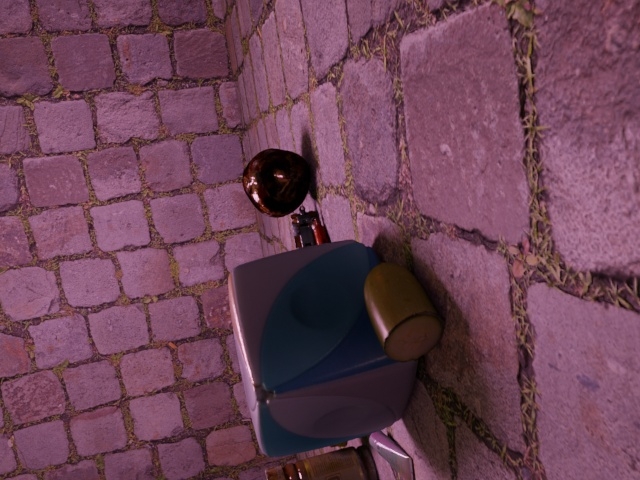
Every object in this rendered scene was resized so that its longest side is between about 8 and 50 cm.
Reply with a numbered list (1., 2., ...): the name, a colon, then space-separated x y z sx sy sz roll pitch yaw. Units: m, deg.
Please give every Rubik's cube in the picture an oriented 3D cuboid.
1. Rubik's cube: -0.009 0.242 1.188 0.352 0.351 0.347 98 158 -48

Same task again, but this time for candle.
1. candle: 0.000 0.000 1.642 0.053 0.048 0.162 65 -172 -66

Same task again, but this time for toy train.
1. toy train: -0.044 -0.007 1.755 0.127 0.089 0.219 -124 24 -85

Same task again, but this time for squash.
1. squash: 0.137 0.114 0.968 0.187 0.123 0.123 -114 19 -45

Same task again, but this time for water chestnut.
1. water chestnut: -0.136 -0.190 1.691 0.238 0.223 0.224 15 116 63

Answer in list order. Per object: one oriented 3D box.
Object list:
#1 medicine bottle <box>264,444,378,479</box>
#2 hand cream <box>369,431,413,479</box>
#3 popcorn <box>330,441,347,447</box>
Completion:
1. medicine bottle: 0.002 0.731 1.597 0.151 0.322 0.151 169 90 -78
2. hand cream: 0.181 0.531 1.305 0.174 0.047 0.076 -163 63 -66
3. popcorn: 0.021 0.538 1.647 0.259 0.259 0.212 -123 11 -60
